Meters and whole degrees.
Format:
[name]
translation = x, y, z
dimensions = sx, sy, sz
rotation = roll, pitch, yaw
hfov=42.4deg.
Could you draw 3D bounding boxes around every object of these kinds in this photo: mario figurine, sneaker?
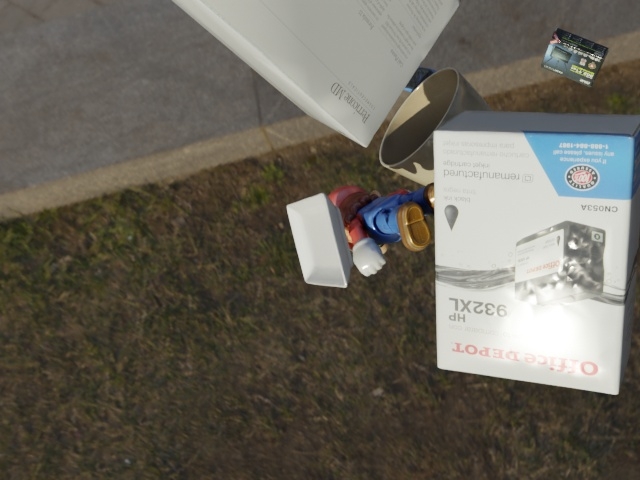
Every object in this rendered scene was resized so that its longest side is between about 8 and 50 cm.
[mario figurine]
translation = 0.130, -0.020, 1.513
dimensions = 0.198, 0.320, 0.170
rotation = 2, 89, -27
[sneaker]
translation = 0.211, -0.388, 1.978
dimensions = 0.209, 0.082, 0.069
rotation = 25, 99, 40

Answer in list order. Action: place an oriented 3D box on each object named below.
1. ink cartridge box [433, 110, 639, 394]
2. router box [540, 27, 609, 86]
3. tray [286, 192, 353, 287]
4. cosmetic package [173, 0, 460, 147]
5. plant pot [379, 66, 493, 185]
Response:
[ink cartridge box]
translation = 0.259, 0.009, 0.990
dimensions = 0.223, 0.129, 0.307
rotation = 5, 111, 24
[router box]
translation = 0.549, -0.396, 1.787
dimensions = 0.122, 0.092, 0.038
rotation = 26, 63, 13
[tray]
translation = 0.000, 0.000, 1.338
dimensions = 0.030, 0.270, 0.145
rotation = -15, 92, -14
[cosmetic package]
translation = 0.011, -0.277, 0.696
dimensions = 0.097, 0.377, 0.284
rotation = 32, 91, 30
[plant pot]
translation = 0.317, -0.199, 1.824
dimensions = 0.274, 0.256, 0.256
rotation = 32, 70, -20
